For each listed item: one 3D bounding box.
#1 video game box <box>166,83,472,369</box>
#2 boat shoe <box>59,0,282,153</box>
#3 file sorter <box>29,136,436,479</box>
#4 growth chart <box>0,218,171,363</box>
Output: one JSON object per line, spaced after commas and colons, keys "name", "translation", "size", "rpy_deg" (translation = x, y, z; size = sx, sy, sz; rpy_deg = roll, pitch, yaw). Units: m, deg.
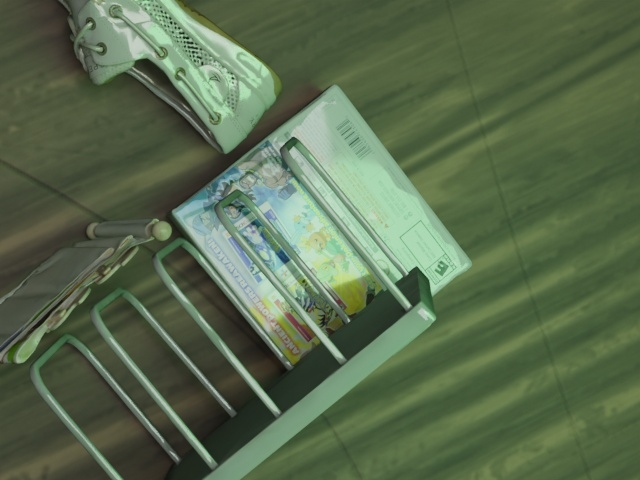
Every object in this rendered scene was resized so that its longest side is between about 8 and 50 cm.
{"name": "video game box", "translation": [0.000, 0.000, 1.476], "size": [0.187, 0.048, 0.205], "rpy_deg": [-39, 96, -14]}
{"name": "boat shoe", "translation": [-0.165, -0.174, 1.418], "size": [0.277, 0.098, 0.096], "rpy_deg": [35, 79, -11]}
{"name": "file sorter", "translation": [-0.070, 0.071, 1.345], "size": [0.278, 0.193, 0.173], "rpy_deg": [-40, 94, 6]}
{"name": "growth chart", "translation": [-0.232, 0.056, 1.358], "size": [0.237, 0.172, 0.021], "rpy_deg": [-42, 110, -14]}
